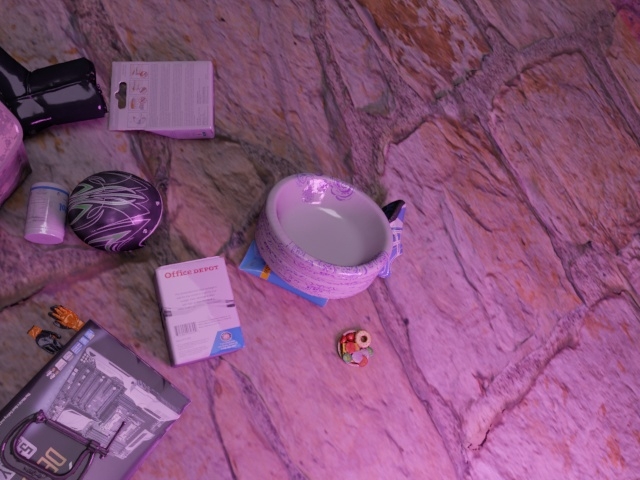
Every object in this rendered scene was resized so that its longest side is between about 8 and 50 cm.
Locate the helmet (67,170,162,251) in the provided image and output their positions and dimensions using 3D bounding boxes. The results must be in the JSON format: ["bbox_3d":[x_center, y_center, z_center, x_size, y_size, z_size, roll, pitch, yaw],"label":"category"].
[{"bbox_3d":[-0.396,-0.057,1.045,0.169,0.161,0.169,7,70,-19],"label":"helmet"}]

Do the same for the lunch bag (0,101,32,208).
[{"bbox_3d":[-0.631,-0.124,0.908,0.169,0.287,0.235,29,63,-9],"label":"lunch bag"}]

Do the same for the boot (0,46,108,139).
[{"bbox_3d":[-0.576,-0.339,1.109,0.207,0.094,0.247,-26,90,-23],"label":"boot"}]

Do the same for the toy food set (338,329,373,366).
[{"bbox_3d":[0.079,0.240,1.207,0.083,0.020,0.083,2,72,-21],"label":"toy food set"}]

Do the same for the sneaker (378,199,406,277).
[{"bbox_3d":[0.160,-0.006,1.302,0.081,0.080,0.211,38,66,-23],"label":"sneaker"}]

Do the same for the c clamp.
[{"bbox_3d":[-0.429,0.334,0.892,0.160,0.022,0.137,29,69,-12],"label":"c clamp"}]

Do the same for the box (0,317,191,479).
[{"bbox_3d":[-0.421,0.334,0.949,0.242,0.076,0.307,41,63,-4],"label":"box"}]

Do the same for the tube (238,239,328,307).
[{"bbox_3d":[-0.073,0.078,1.193,0.207,0.052,0.080,28,51,-5],"label":"tube"}]

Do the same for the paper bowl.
[{"bbox_3d":[0.000,0.000,1.161,0.284,0.148,0.284,14,46,-15],"label":"paper bowl"}]

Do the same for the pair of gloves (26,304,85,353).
[{"bbox_3d":[-0.495,0.167,1.015,0.074,0.010,0.083,38,64,-6],"label":"pair of gloves"}]

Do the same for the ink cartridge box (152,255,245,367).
[{"bbox_3d":[-0.245,0.142,1.081,0.139,0.082,0.191,-10,75,-24],"label":"ink cartridge box"}]

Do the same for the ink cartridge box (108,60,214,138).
[{"bbox_3d":[-0.355,-0.319,1.227,0.224,0.056,0.181,-3,72,-3],"label":"ink cartridge box"}]

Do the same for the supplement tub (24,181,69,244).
[{"bbox_3d":[-0.528,-0.053,1.044,0.071,0.071,0.107,4,71,-20],"label":"supplement tub"}]
